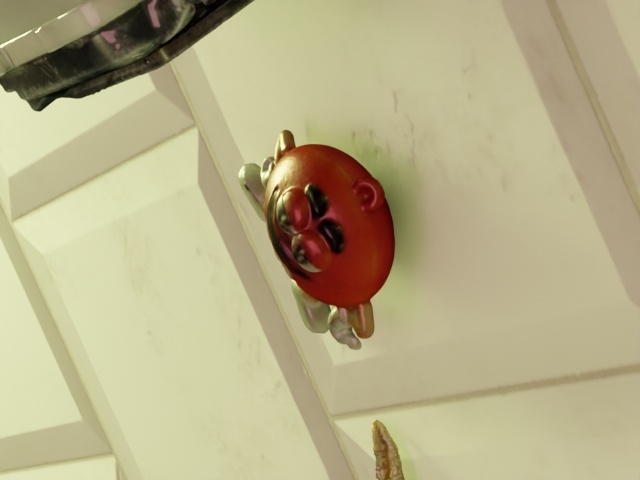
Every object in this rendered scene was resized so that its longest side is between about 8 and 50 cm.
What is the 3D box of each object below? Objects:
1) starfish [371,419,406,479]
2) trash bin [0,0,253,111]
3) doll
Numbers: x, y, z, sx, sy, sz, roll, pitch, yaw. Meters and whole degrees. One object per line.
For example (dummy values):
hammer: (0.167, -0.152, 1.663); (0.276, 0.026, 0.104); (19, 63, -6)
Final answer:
starfish: (0.060, 0.295, 1.556); (0.231, 0.048, 0.295); (-3, 108, 58)
trash bin: (-0.176, -0.303, 1.223); (0.368, 0.256, 0.296); (58, 153, -14)
doll: (0.000, 0.000, 1.398); (0.183, 0.085, 0.217); (67, 159, -2)
